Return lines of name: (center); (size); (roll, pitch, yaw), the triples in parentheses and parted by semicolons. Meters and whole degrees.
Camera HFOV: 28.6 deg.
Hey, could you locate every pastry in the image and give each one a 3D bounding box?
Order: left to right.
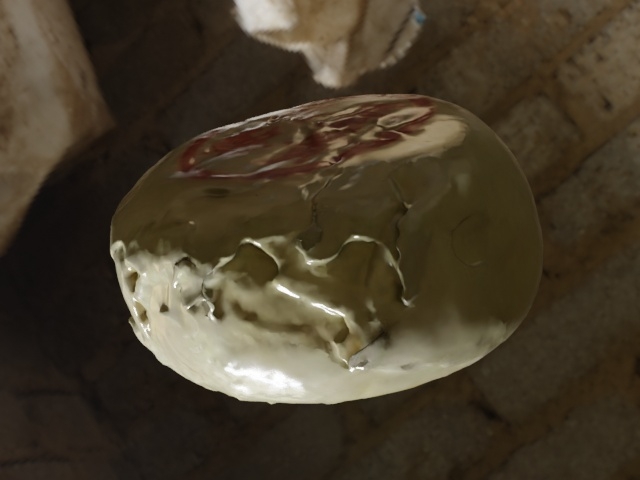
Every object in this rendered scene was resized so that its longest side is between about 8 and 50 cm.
pastry: (0.002, 0.000, 0.739); (0.265, 0.265, 0.133); (-26, 116, -27)
